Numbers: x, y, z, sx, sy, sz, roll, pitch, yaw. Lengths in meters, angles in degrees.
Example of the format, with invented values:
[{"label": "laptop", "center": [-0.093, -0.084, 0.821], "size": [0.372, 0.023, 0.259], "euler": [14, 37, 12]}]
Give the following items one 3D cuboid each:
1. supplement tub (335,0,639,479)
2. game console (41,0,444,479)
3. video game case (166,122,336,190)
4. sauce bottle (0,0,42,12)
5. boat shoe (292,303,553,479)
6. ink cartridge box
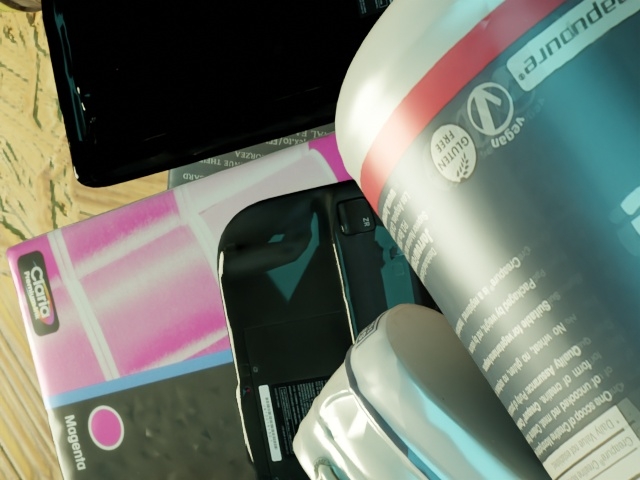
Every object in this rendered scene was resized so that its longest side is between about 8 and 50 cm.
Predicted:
[{"label": "supplement tub", "center": [0.147, 0.015, 0.479], "size": [0.191, 0.191, 0.272], "euler": [-41, 73, 29]}, {"label": "game console", "center": [-0.015, -0.001, 0.656], "size": [0.213, 0.044, 0.361], "euler": [-12, 87, 34]}, {"label": "video game case", "center": [0.000, 0.000, 0.758], "size": [0.196, 0.026, 0.274], "euler": [10, 101, 32]}, {"label": "sauce bottle", "center": [-0.273, -0.193, 0.863], "size": [0.344, 0.111, 0.111], "euler": [8, 99, 31]}, {"label": "boat shoe", "center": [0.091, 0.145, 0.542], "size": [0.267, 0.096, 0.088], "euler": [45, 116, 14]}, {"label": "ink cartridge box", "center": [0.012, 0.040, 0.705], "size": [0.371, 0.069, 0.176], "euler": [-17, 86, 30]}]
